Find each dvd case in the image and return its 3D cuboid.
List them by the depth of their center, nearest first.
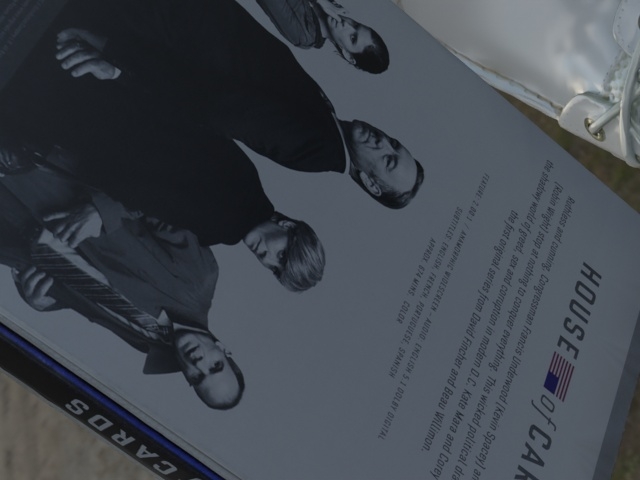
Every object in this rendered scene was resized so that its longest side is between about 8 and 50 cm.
[{"bbox_3d":[0.000,0.000,0.406,0.029,0.238,0.179,-32,25,50],"label":"dvd case"}]

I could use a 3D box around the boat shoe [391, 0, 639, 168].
[{"bbox_3d":[0.149,-0.065,0.519,0.096,0.277,0.098,-69,-6,-47],"label":"boat shoe"}]
